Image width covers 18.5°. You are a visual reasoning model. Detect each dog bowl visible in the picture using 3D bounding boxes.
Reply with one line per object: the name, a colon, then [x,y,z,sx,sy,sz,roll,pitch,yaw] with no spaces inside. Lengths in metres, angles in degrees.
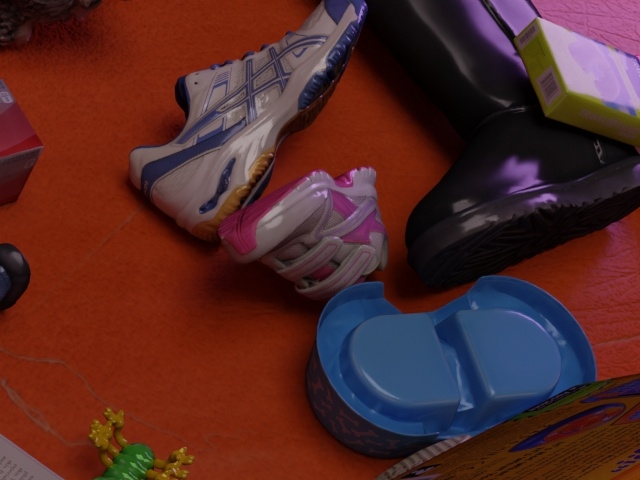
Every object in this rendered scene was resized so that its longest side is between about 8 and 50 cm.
dog bowl: [0.118,0.124,1.860,0.297,0.074,0.166,-2,57,-29]

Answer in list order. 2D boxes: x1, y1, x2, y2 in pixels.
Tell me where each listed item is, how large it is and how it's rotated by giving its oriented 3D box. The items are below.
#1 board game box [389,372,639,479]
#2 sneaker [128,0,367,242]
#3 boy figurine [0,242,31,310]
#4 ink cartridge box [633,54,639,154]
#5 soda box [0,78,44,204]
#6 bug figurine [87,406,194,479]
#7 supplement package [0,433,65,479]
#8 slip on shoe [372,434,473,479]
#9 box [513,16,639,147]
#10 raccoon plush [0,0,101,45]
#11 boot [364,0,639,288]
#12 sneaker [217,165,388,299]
board game box: [0.265,0.311,1.525,0.357,0.356,0.356,-21,92,-37]
sneaker: [-0.070,-0.145,1.899,0.131,0.112,0.296,33,69,8]
boy figurine: [-0.368,0.079,1.632,0.177,0.092,0.285,43,49,8]
ink cartridge box: [0.480,-0.134,2.252,0.296,0.066,0.261,-10,62,-33]
soda box: [-0.382,-0.059,1.729,0.263,0.092,0.083,-20,67,-37]
bug figurine: [-0.142,0.265,1.618,0.279,0.072,0.216,33,41,5]
supplement package: [-0.241,0.276,1.412,0.263,0.198,0.199,33,66,14]
slip on shoe: [0.056,0.291,1.685,0.101,0.123,0.331,51,45,-16]
box: [0.288,-0.157,2.026,0.178,0.042,0.109,15,44,-37]
raccoon plush: [-0.314,-0.370,2.000,0.446,0.216,0.299,26,56,36]
boot: [0.114,-0.186,2.035,0.367,0.146,0.445,-15,68,-49]
sneaker: [0.000,0.000,1.837,0.252,0.103,0.111,-13,78,-59]
